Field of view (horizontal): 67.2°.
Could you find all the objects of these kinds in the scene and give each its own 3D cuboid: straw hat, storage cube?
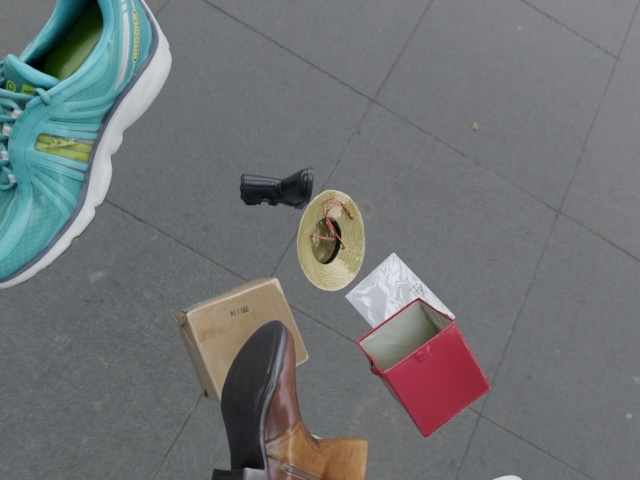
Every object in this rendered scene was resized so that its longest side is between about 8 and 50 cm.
[{"bbox_3d":[0.000,0.000,0.712,0.144,0.061,0.145,-1,91,-43],"label":"straw hat"},{"bbox_3d":[0.231,0.278,1.091,0.215,0.183,0.193,-34,106,-6],"label":"storage cube"}]

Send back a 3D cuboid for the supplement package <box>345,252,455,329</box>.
[{"bbox_3d":[0.242,0.209,1.479,0.204,0.145,0.262,-42,75,-2],"label":"supplement package"}]

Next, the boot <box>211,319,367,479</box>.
[{"bbox_3d":[-0.007,0.274,0.677,0.280,0.096,0.264,32,48,-41],"label":"boot"}]

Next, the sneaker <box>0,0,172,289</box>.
[{"bbox_3d":[-0.228,-0.095,0.390,0.107,0.110,0.275,22,83,9],"label":"sneaker"}]

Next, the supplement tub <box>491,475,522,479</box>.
[{"bbox_3d":[0.444,0.678,1.031,0.191,0.191,0.272,-9,32,-14],"label":"supplement tub"}]

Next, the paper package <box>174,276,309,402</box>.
[{"bbox_3d":[-0.246,0.305,1.522,0.324,0.168,0.310,-22,91,-31],"label":"paper package"}]

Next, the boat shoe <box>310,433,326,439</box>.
[{"bbox_3d":[-0.077,0.686,1.379,0.089,0.105,0.285,14,39,27],"label":"boat shoe"}]

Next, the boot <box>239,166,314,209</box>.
[{"bbox_3d":[-0.136,-0.158,1.440,0.207,0.246,0.094,6,77,-12],"label":"boot"}]
